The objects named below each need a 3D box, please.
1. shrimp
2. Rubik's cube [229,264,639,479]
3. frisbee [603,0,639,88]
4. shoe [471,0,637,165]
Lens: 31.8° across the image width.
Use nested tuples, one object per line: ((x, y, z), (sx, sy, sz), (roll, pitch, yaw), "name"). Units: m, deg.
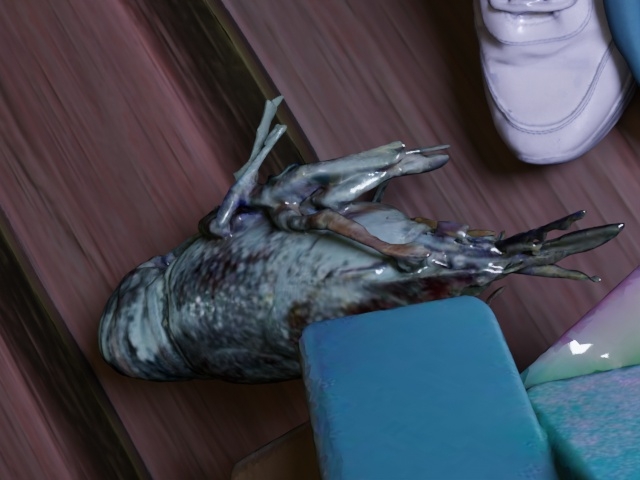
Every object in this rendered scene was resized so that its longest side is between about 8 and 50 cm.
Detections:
((-0.002, 0.001, 0.670), (0.372, 0.137, 0.172), (-19, 102, 29), "shrimp")
((0.161, 0.188, 0.495), (0.387, 0.368, 0.358), (-25, 66, 28), "Rubik's cube")
((0.275, -0.124, 0.512), (0.289, 0.049, 0.289), (19, 137, 19), "frisbee")
((0.117, -0.162, 0.599), (0.095, 0.137, 0.245), (5, 97, 32), "shoe")
